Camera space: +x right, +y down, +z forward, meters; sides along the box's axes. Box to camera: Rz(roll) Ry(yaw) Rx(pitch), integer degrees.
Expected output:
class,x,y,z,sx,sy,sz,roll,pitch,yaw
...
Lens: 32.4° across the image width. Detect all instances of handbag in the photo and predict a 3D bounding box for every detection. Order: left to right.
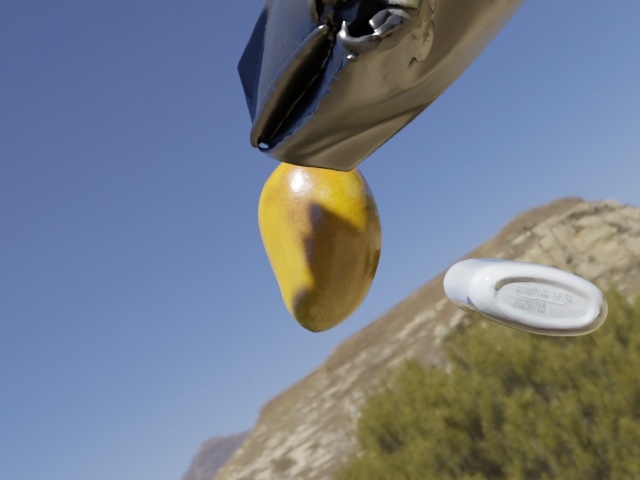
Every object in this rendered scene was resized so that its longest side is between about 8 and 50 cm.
class,x,y,z,sx,sy,sz,roll,pitch,yaw
handbag,0.071,-0.190,0.640,0.342,0.152,0.288,-51,4,-2

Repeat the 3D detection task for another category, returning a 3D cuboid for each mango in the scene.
class,x,y,z,sx,sy,sz,roll,pitch,yaw
mango,0.004,-0.004,0.999,0.111,0.163,0.089,-26,-16,16

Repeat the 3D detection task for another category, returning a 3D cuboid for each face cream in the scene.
class,x,y,z,sx,sy,sz,roll,pitch,yaw
face cream,0.205,0.057,1.202,0.144,0.071,0.291,12,0,-5
